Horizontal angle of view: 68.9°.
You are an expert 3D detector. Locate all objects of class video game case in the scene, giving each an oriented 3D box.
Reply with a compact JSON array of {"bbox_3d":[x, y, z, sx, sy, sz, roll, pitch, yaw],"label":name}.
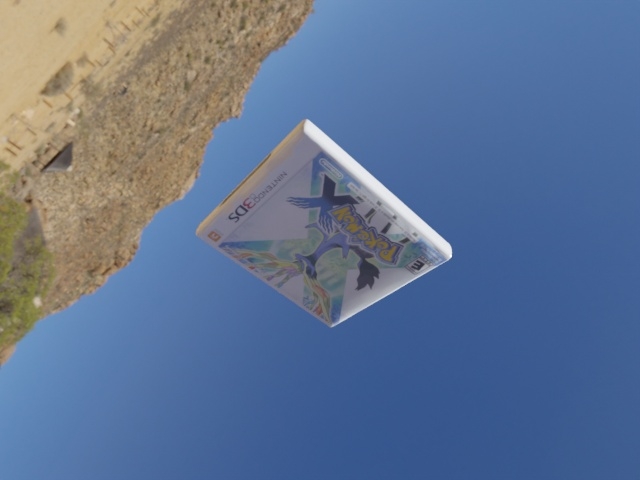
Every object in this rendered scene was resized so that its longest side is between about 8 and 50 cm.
[{"bbox_3d":[0.000,0.000,0.793,0.300,0.329,0.036,-37,-153,35],"label":"video game case"}]
